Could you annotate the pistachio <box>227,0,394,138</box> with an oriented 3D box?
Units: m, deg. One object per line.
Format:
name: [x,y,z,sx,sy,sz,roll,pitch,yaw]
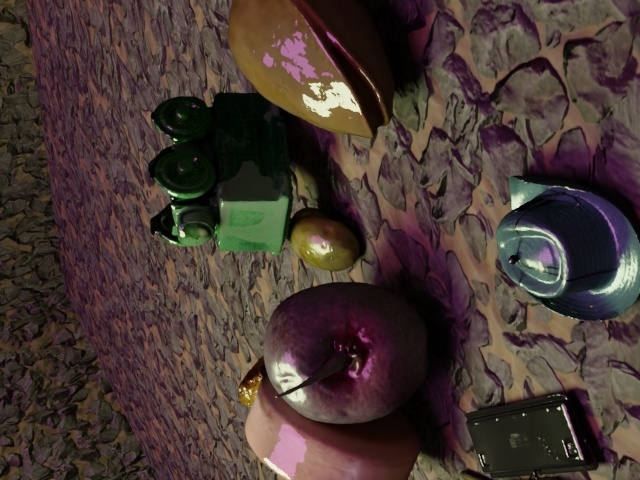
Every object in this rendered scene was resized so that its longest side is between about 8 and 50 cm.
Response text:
pistachio: [-0.009,-0.229,1.165,0.260,0.163,0.213,43,177,44]

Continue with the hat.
hat: [0.218,0.008,0.949,0.191,0.078,0.138,26,132,59]

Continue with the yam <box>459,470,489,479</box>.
yam: [0.212,0.313,1.275,0.107,0.014,0.014,4,111,65]

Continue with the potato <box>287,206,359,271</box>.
potato: [0.000,0.000,1.425,0.138,0.070,0.091,30,152,59]

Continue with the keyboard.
keyboard: [0.238,0.231,1.141,0.093,0.025,0.230,69,156,7]

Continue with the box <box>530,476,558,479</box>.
box: [0.252,0.386,1.158,0.141,0.058,0.201,-28,81,55]

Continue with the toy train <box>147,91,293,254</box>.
toy train: [-0.150,-0.103,1.439,0.145,0.202,0.266,102,164,-50]

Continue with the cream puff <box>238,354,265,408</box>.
cream puff: [-0.020,0.238,1.577,0.169,0.183,0.183,45,156,-4]

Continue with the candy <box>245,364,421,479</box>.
candy: [0.011,0.265,1.381,0.255,0.255,0.094,39,112,51]

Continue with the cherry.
cherry: [0.034,0.142,1.282,0.266,0.213,0.183,-83,0,-78]
